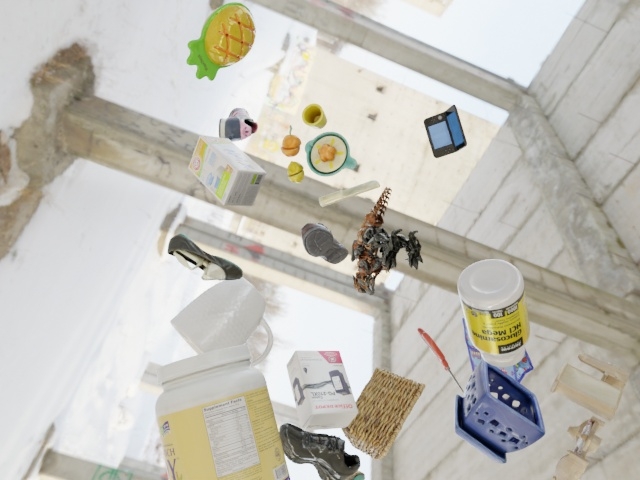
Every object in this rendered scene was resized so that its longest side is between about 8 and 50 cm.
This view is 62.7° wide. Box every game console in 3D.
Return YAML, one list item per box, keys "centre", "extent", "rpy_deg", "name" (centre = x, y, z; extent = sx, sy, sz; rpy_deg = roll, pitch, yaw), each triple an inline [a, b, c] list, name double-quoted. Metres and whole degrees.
- centre: [0.414, -0.361, 1.753]
  extent: [0.085, 0.124, 0.144]
  rpy_deg: [-11, 85, -69]
  name: "game console"

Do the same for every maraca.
- centre: [-0.211, -0.426, 1.128]
  extent: [0.185, 0.099, 0.127]
  rpy_deg: [-49, 146, -11]
  name: "maraca"

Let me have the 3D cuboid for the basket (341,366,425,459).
- centre: [0.261, 0.674, 1.984]
  extent: [0.299, 0.223, 0.213]
  rpy_deg: [-51, 134, -31]
  name: "basket"

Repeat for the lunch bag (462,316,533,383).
- centre: [0.731, 0.430, 2.206]
  extent: [0.138, 0.293, 0.221]
  rpy_deg: [-32, -161, -33]
  name: "lunch bag"

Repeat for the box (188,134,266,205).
- centre: [-0.263, -0.195, 1.465]
  extent: [0.203, 0.103, 0.114]
  rpy_deg: [43, -61, 32]
  name: "box"

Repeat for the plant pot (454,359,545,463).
- centre: [0.588, 0.590, 1.788]
  extent: [0.212, 0.236, 0.236]
  rpy_deg: [-55, 178, 21]
  name: "plant pot"

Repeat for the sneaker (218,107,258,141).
- centre: [-0.301, -0.448, 2.063]
  extent: [0.319, 0.131, 0.112]
  rpy_deg: [-77, 170, -63]
  name: "sneaker"

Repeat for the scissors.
- centre: [0.364, 0.366, 1.527]
  extent: [0.021, 0.297, 0.109]
  rpy_deg: [-36, -162, -4]
  name: "scissors"

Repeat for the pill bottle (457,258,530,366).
- centre: [0.541, 0.235, 1.619]
  extent: [0.188, 0.188, 0.334]
  rpy_deg: [-79, 153, -48]
  name: "pill bottle"

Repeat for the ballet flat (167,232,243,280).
- centre: [-0.410, 0.083, 1.833]
  extent: [0.095, 0.280, 0.096]
  rpy_deg: [-54, -171, 47]
  name: "ballet flat"

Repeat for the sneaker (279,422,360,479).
- centre: [0.000, 0.610, 1.549]
  extent: [0.130, 0.286, 0.109]
  rpy_deg: [-41, -156, 21]
  name: "sneaker"

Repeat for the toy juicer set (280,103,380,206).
- centre: [-0.003, -0.226, 1.539]
  extent: [0.209, 0.329, 0.089]
  rpy_deg: [-38, 161, 12]
  name: "toy juicer set"

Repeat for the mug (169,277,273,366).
- centre: [-0.360, 0.350, 2.136]
  extent: [0.328, 0.374, 0.276]
  rpy_deg: [-43, 174, -20]
  name: "mug"

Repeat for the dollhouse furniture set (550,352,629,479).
- centre: [0.773, 0.568, 1.636]
  extent: [0.303, 0.174, 0.355]
  rpy_deg: [-28, 136, -46]
  name: "dollhouse furniture set"

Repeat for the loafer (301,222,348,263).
- centre: [0.000, 0.000, 1.846]
  extent: [0.109, 0.095, 0.302]
  rpy_deg: [-39, 150, 8]
  name: "loafer"

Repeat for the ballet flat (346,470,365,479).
- centre: [0.096, 0.846, 1.889]
  extent: [0.073, 0.067, 0.206]
  rpy_deg: [-49, 148, 4]
  name: "ballet flat"

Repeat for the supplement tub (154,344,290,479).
- centre: [-0.211, 0.409, 1.111]
  extent: [0.241, 0.241, 0.331]
  rpy_deg: [130, -54, -66]
  name: "supplement tub"

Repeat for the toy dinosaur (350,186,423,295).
- centre: [0.171, 0.011, 1.586]
  extent: [0.218, 0.164, 0.321]
  rpy_deg: [19, -55, 47]
  name: "toy dinosaur"

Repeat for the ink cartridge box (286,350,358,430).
- centre: [0.003, 0.486, 1.726]
  extent: [0.100, 0.172, 0.237]
  rpy_deg: [-62, -146, 38]
  name: "ink cartridge box"
